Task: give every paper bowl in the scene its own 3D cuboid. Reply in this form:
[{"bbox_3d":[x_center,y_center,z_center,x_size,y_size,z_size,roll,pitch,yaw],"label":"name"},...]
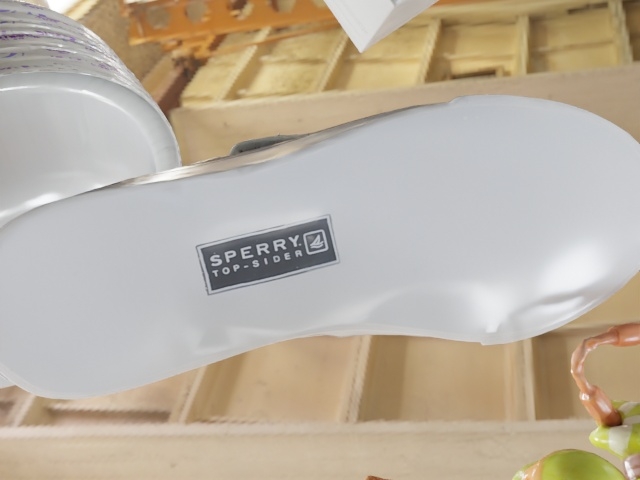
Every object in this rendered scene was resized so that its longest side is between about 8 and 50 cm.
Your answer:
[{"bbox_3d":[-0.226,-0.009,0.679,0.284,0.284,0.148,-26,-122,-24],"label":"paper bowl"}]

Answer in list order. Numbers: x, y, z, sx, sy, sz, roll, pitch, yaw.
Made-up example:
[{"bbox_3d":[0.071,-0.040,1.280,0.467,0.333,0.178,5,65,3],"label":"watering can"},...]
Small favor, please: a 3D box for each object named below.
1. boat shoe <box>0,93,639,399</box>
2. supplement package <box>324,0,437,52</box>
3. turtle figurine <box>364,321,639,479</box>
[{"bbox_3d":[0.000,0.000,0.445,0.301,0.108,0.102,-13,-169,-10],"label":"boat shoe"},{"bbox_3d":[0.062,-0.257,0.886,0.105,0.105,0.179,-35,-177,-6],"label":"supplement package"},{"bbox_3d":[0.094,0.150,0.370,0.087,0.217,0.269,22,-145,34],"label":"turtle figurine"}]
